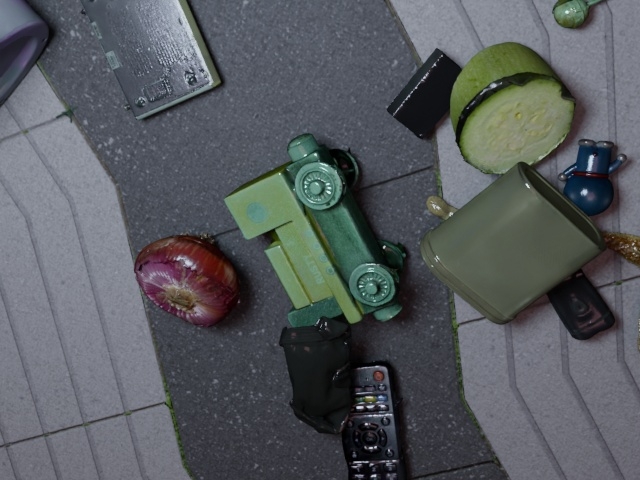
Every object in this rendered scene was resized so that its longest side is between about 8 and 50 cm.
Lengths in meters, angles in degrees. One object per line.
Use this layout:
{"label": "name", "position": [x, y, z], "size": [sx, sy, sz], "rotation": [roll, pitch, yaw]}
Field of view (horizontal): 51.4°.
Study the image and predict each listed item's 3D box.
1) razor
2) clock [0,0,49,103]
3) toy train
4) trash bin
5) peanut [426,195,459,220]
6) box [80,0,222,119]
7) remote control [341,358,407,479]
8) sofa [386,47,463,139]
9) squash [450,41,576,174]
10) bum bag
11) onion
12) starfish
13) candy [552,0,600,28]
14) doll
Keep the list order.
{"label": "razor", "position": [0.505, 0.122, 1.309], "size": [0.090, 0.054, 0.148], "rotation": [-33, 99, 15]}
{"label": "clock", "position": [-0.645, -0.315, 1.189], "size": [0.338, 0.338, 0.102], "rotation": [-42, 100, 17]}
{"label": "toy train", "position": [0.000, 0.000, 1.290], "size": [0.253, 0.160, 0.397], "rotation": [-24, 103, 22]}
{"label": "trash bin", "position": [0.349, 0.008, 1.224], "size": [0.243, 0.121, 0.247], "rotation": [37, 123, -12]}
{"label": "peanut", "position": [0.244, -0.058, 1.299], "size": [0.083, 0.037, 0.037], "rotation": [27, 108, 1]}
{"label": "box", "position": [-0.330, -0.386, 1.269], "size": [0.210, 0.045, 0.270], "rotation": [-19, 103, 11]}
{"label": "remote control", "position": [0.119, 0.444, 1.452], "size": [0.144, 0.062, 0.399], "rotation": [-6, 104, 9]}
{"label": "sofa", "position": [0.201, -0.271, 1.236], "size": [0.085, 0.060, 0.147], "rotation": [32, 109, -21]}
{"label": "squash", "position": [0.332, -0.228, 1.199], "size": [0.220, 0.133, 0.220], "rotation": [-7, 129, -8]}
{"label": "bum bag", "position": [-0.007, 0.271, 1.345], "size": [0.142, 0.080, 0.327], "rotation": [4, 124, 7]}
{"label": "onion", "position": [-0.258, 0.063, 1.346], "size": [0.229, 0.164, 0.230], "rotation": [11, 139, 10]}
{"label": "starfish", "position": [0.667, 0.102, 1.269], "size": [0.301, 0.084, 0.294], "rotation": [-13, 103, 7]}
{"label": "candy", "position": [0.502, -0.429, 1.154], "size": [0.202, 0.061, 0.061], "rotation": [-24, 102, 5]}
{"label": "doll", "position": [0.498, -0.109, 1.229], "size": [0.114, 0.085, 0.152], "rotation": [7, 97, 20]}
